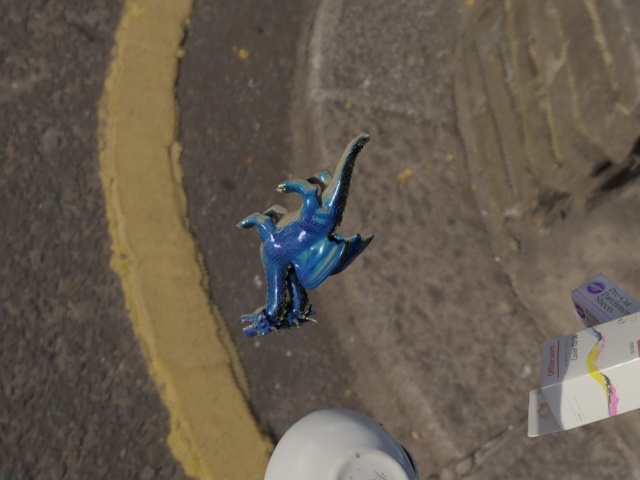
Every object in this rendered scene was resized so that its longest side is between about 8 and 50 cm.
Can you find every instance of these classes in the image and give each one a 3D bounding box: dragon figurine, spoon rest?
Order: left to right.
[{"bbox_3d":[0.000,0.000,1.221,0.144,0.289,0.085,55,30,8],"label":"dragon figurine"},{"bbox_3d":[0.069,0.245,0.845,0.276,0.084,0.137,40,58,-9],"label":"spoon rest"}]

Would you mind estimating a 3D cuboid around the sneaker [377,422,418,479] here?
[{"bbox_3d":[0.037,0.328,1.146,0.101,0.153,0.268,7,65,16],"label":"sneaker"}]

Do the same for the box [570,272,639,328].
[{"bbox_3d":[0.491,0.164,1.565,0.067,0.063,0.324,-30,39,-9],"label":"box"}]

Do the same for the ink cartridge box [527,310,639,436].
[{"bbox_3d":[0.331,0.157,1.283,0.067,0.198,0.115,62,21,-15],"label":"ink cartridge box"}]
